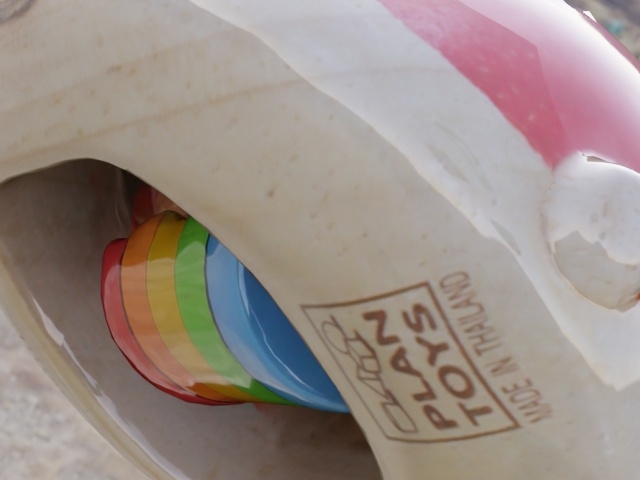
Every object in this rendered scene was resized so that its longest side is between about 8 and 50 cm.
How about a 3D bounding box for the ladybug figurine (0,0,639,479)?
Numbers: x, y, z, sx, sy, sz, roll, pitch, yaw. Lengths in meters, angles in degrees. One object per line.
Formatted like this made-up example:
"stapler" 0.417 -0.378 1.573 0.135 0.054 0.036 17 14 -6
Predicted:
"ladybug figurine" 0.000 0.000 0.663 0.162 0.449 0.305 -40 108 -24
